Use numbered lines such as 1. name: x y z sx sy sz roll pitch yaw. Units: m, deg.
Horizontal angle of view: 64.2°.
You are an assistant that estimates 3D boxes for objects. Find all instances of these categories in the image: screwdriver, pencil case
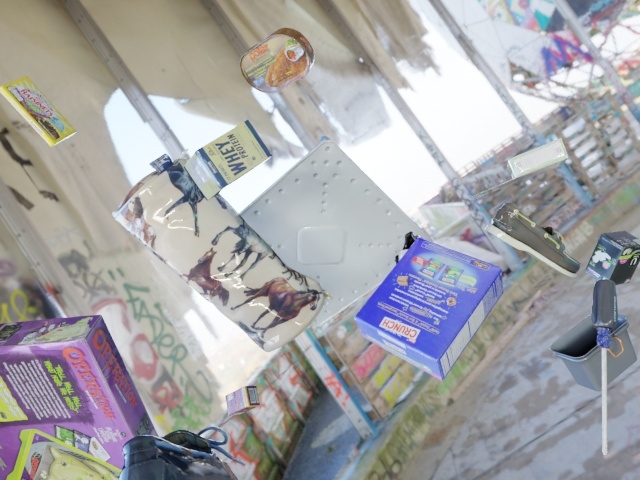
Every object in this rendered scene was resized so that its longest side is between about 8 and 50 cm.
1. screwdriver: 0.277 0.119 0.498 0.024 0.170 0.025 2 -24 23
2. pencil case: -0.173 0.025 0.953 0.183 0.410 0.160 -47 8 -7

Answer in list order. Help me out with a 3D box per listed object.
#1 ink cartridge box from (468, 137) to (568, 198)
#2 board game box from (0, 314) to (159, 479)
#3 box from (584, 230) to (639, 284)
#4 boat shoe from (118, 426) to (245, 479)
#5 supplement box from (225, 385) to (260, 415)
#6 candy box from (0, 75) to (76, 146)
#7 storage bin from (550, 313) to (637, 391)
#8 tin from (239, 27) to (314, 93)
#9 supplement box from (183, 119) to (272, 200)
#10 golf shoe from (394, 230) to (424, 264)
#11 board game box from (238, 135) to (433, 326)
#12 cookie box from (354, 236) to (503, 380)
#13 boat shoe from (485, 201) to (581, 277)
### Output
1. ink cartridge box: 0.471 -0.167 1.252 0.235 0.056 0.171 -21 -5 19
2. board game box: -0.305 0.245 0.618 0.208 0.347 0.056 -3 30 11
3. box: 0.525 0.032 0.908 0.062 0.052 0.083 -6 -58 -22
4. boat shoe: -0.141 0.246 0.555 0.109 0.089 0.258 -15 -21 -11
5. supplement box: -0.203 0.417 1.328 0.083 0.055 0.043 -32 -30 30
6. candy box: -0.840 -0.385 1.524 0.027 0.206 0.105 -27 22 28
7. storage bin: 0.514 0.207 0.936 0.135 0.091 0.098 -33 10 -13
8. tin: -0.094 -0.381 1.088 0.189 0.106 0.040 -10 46 44
9. supplement box: -0.122 -0.103 0.668 0.083 0.056 0.083 -38 10 -24
10. golf shoe: 0.176 0.068 1.028 0.077 0.094 0.198 -17 37 35
11. board game box: 0.000 0.000 1.205 0.390 0.390 0.050 -38 32 20
12. cookie box: 0.099 0.058 0.467 0.092 0.040 0.107 24 62 40
13. boat shoe: 0.426 0.002 0.986 0.069 0.227 0.081 -61 20 10
